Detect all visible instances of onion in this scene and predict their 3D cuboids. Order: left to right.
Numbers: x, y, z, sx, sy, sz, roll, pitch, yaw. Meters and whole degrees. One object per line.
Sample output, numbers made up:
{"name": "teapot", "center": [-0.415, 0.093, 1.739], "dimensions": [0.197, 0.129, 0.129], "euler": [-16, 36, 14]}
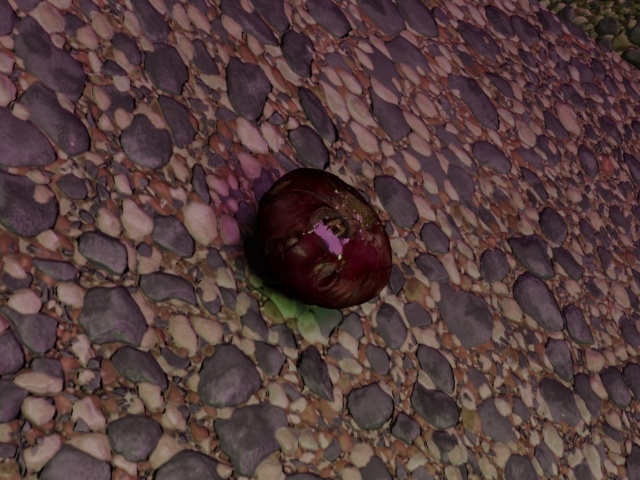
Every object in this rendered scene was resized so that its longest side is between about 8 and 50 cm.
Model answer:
{"name": "onion", "center": [0.000, 0.000, 1.642], "dimensions": [0.246, 0.190, 0.246], "euler": [44, 23, -24]}
